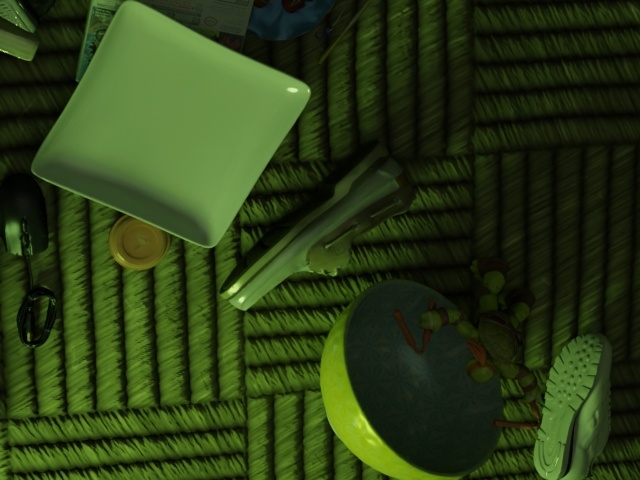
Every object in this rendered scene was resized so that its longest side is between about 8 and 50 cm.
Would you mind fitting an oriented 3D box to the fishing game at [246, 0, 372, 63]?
[{"bbox_3d":[-0.057,-0.355,1.904,0.264,0.041,0.189,43,91,-17],"label":"fishing game"}]

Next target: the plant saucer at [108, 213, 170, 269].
[{"bbox_3d":[-0.245,0.000,1.964,0.083,0.013,0.083,-3,105,-12],"label":"plant saucer"}]

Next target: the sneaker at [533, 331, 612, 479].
[{"bbox_3d":[0.391,0.246,2.152,0.095,0.090,0.235,8,106,-28],"label":"sneaker"}]

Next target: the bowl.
[{"bbox_3d":[0.098,0.214,2.009,0.289,0.289,0.156,37,135,-19],"label":"bowl"}]

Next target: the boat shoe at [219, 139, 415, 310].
[{"bbox_3d":[0.000,0.000,1.970,0.302,0.113,0.103,-42,104,-1],"label":"boat shoe"}]

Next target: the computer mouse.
[{"bbox_3d":[-0.389,0.030,1.923,0.071,0.041,0.242,-8,107,-12],"label":"computer mouse"}]

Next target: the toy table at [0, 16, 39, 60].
[{"bbox_3d":[-0.452,-0.283,1.663,0.252,0.161,0.274,8,109,-20],"label":"toy table"}]

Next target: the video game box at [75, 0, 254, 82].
[{"bbox_3d":[-0.198,-0.277,1.866,0.205,0.048,0.187,10,114,-15],"label":"video game box"}]

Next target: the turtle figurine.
[{"bbox_3d":[0.228,0.119,2.004,0.269,0.217,0.087,36,132,-13],"label":"turtle figurine"}]

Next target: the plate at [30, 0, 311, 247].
[{"bbox_3d":[-0.194,-0.151,1.886,0.278,0.045,0.277,24,114,-22],"label":"plate"}]

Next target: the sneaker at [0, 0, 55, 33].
[{"bbox_3d":[-0.404,-0.392,1.783,0.153,0.101,0.268,-41,115,-1],"label":"sneaker"}]
